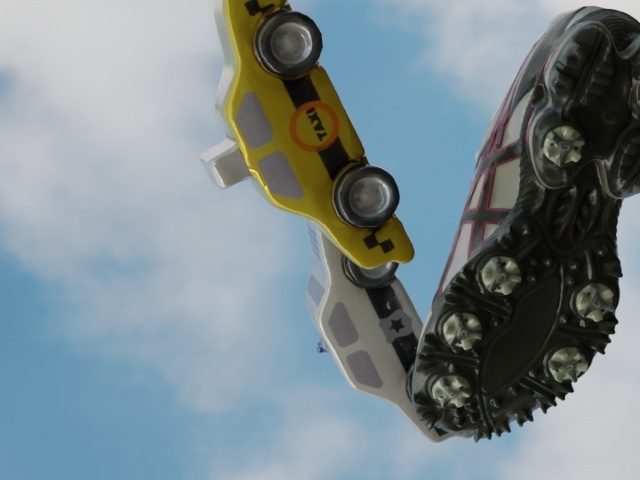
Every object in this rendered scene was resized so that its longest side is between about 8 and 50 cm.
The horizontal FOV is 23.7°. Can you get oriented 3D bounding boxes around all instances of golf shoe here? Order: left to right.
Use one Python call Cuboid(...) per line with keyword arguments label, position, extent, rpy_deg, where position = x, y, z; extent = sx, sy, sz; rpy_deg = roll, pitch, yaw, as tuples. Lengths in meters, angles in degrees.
Cuboid(label="golf shoe", position=(0.130, -0.009, 0.913), extent=(0.105, 0.120, 0.273), rpy_deg=(19, -73, -14))

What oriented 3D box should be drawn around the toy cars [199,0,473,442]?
Cuboid(label="toy cars", position=(0.000, 0.000, 0.939), extent=(0.087, 0.176, 0.393), rpy_deg=(-28, -38, -3))
